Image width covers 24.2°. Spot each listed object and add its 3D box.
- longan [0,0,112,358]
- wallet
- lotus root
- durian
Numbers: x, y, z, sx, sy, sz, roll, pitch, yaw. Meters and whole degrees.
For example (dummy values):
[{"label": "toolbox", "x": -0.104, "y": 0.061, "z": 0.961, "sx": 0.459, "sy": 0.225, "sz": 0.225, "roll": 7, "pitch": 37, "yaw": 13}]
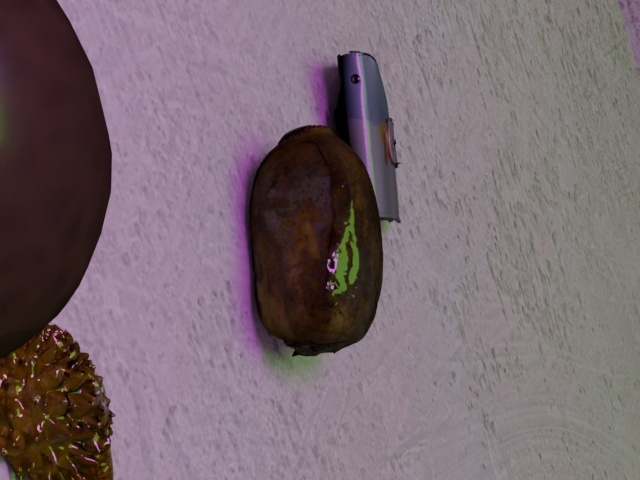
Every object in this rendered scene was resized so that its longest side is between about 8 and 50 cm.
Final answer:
[{"label": "longan", "x": -0.328, "y": -0.075, "z": 1.114, "sx": 0.404, "sy": 0.336, "sz": 0.405, "roll": -10, "pitch": 101, "yaw": -60}, {"label": "wallet", "x": 0.063, "y": -0.137, "z": 2.031, "sx": 0.170, "sy": 0.069, "sz": 0.231, "roll": 4, "pitch": 80, "yaw": -76}, {"label": "lotus root", "x": 0.000, "y": 0.000, "z": 1.800, "sx": 0.152, "sy": 0.160, "sz": 0.275, "roll": 9, "pitch": 73, "yaw": -47}, {"label": "durian", "x": -0.234, "y": 0.186, "z": 1.434, "sx": 0.224, "sy": 0.078, "sz": 0.140, "roll": 64, "pitch": 34, "yaw": -21}]
